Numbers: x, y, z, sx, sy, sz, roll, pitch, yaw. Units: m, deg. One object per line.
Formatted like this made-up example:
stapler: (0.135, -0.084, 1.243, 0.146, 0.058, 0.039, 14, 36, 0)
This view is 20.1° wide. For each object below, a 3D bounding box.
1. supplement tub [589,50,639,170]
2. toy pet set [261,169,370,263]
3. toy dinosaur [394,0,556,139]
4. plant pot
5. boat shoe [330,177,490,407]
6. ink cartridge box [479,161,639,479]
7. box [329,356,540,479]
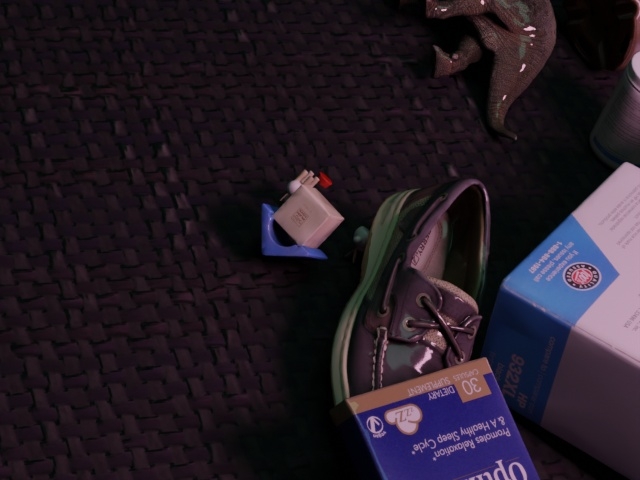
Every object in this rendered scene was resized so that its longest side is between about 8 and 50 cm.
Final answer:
supplement tub: (0.312, -0.124, 1.755, 0.071, 0.107, 0.071, 13, 43, -12)
toy pet set: (0.000, 0.000, 1.545, 0.122, 0.065, 0.114, 47, 13, 19)
toy dinosaur: (0.170, -0.238, 1.804, 0.160, 0.121, 0.313, -9, 46, -14)
plant pot: (0.354, -0.251, 1.878, 0.165, 0.167, 0.167, -16, 54, -25)
boat shoe: (0.082, 0.060, 1.447, 0.103, 0.092, 0.285, 37, 44, -23)
ink cartridge box: (0.317, 0.097, 1.478, 0.307, 0.129, 0.223, 30, 43, 21)
box: (0.109, 0.207, 1.327, 0.136, 0.036, 0.225, -14, 74, -34)
